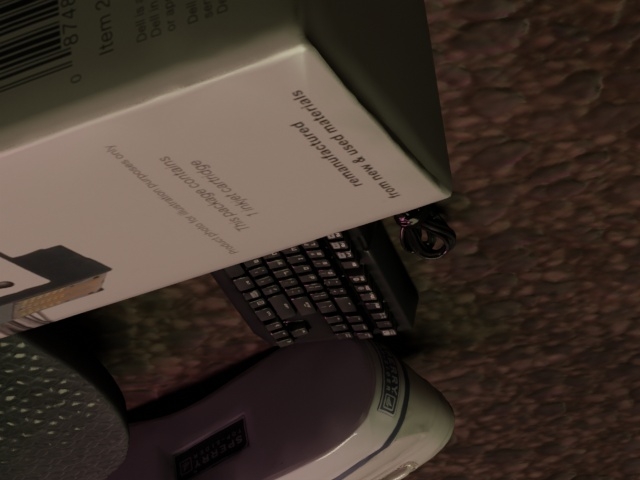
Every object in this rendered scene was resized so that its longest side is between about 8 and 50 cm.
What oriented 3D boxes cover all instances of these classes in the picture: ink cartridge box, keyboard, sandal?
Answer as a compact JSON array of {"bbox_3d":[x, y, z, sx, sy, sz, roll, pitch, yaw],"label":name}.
[{"bbox_3d":[-0.090,-0.063,0.499,0.219,0.160,0.092,-17,150,20],"label":"ink cartridge box"},{"bbox_3d":[0.000,0.000,0.778,0.108,0.023,0.180,-13,152,10],"label":"keyboard"},{"bbox_3d":[-0.157,0.040,0.799,0.097,0.054,0.254,-20,140,9],"label":"sandal"}]

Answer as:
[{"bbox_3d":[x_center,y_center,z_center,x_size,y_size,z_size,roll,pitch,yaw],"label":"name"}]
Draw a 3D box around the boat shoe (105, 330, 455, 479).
[{"bbox_3d":[-0.049,0.129,0.927,0.258,0.095,0.084,-24,143,31],"label":"boat shoe"}]
